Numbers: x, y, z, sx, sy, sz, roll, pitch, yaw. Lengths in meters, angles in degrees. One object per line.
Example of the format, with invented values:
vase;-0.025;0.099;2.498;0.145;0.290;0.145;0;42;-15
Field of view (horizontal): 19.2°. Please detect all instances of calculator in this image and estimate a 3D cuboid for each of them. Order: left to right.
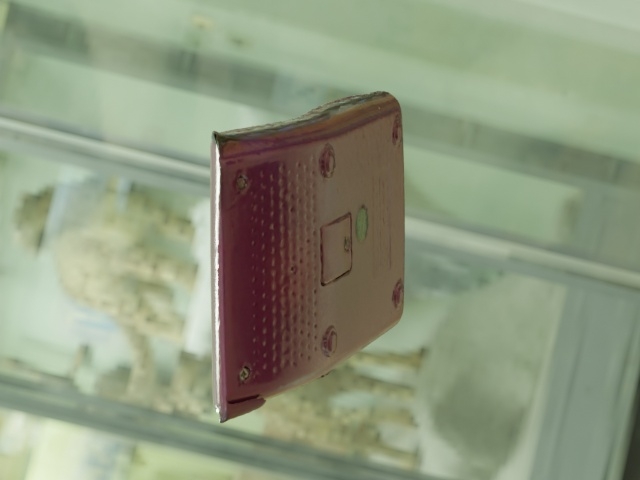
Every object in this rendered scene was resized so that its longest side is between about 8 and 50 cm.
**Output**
calculator;0.000;0.000;0.878;0.190;0.034;0.126;-23;-66;-61
